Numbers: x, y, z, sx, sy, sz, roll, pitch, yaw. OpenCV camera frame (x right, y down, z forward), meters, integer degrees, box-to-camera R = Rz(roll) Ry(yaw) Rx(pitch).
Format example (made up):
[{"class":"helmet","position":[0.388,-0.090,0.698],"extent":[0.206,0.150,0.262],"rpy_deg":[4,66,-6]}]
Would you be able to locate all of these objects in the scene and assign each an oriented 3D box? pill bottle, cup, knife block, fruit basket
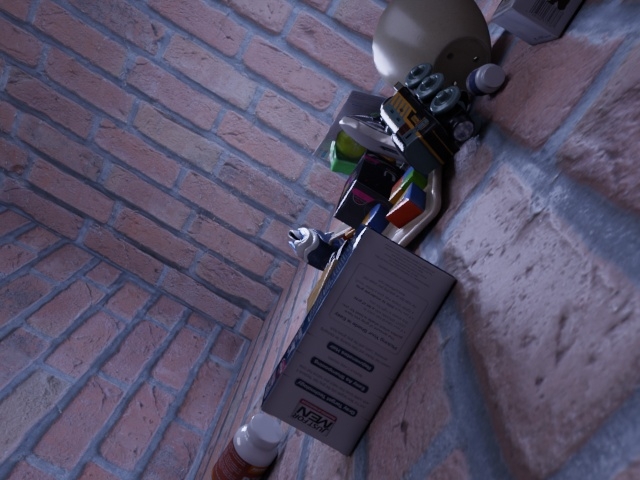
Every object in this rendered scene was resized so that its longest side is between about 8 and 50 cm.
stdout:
[{"class":"pill bottle","position":[-0.186,0.553,1.398],"extent":[0.216,0.121,0.121],"rpy_deg":[-58,6,21]},{"class":"cup","position":[0.338,-0.521,1.509],"extent":[0.331,0.330,0.237],"rpy_deg":[-58,32,25]},{"class":"knife block","position":[0.053,0.119,1.668],"extent":[0.242,0.088,0.276],"rpy_deg":[-60,5,8]},{"class":"fruit basket","position":[0.182,-0.361,1.851],"extent":[0.353,0.326,0.166],"rpy_deg":[123,151,-50]},{"class":"pill bottle","position":[0.393,-0.380,1.291],"extent":[0.067,0.067,0.120],"rpy_deg":[-59,5,8]}]

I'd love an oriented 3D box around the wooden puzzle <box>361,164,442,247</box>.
[{"class":"wooden puzzle","position":[0.177,-0.052,1.355],"extent":[0.348,0.080,0.322],"rpy_deg":[-54,6,29]}]

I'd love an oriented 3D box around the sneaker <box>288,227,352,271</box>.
[{"class":"sneaker","position":[0.000,0.001,2.006],"extent":[0.130,0.236,0.323],"rpy_deg":[-58,6,21]}]

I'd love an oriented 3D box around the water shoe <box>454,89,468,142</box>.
[{"class":"water shoe","position":[0.353,-0.312,1.411],"extent":[0.080,0.073,0.203],"rpy_deg":[5,55,49]}]

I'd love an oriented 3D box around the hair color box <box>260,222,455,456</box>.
[{"class":"hair color box","position":[0.058,0.163,0.929],"extent":[0.348,0.173,0.105],"rpy_deg":[-59,5,4]}]

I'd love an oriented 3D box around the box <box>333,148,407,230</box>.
[{"class":"box","position":[0.160,-0.142,1.655],"extent":[0.143,0.165,0.270],"rpy_deg":[-57,7,31]}]

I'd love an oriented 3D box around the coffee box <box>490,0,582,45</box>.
[{"class":"coffee box","position":[0.487,-0.559,1.086],"extent":[0.297,0.118,0.168],"rpy_deg":[-59,5,13]}]

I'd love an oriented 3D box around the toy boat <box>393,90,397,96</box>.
[{"class":"toy boat","position":[0.362,-0.562,2.301],"extent":[0.318,0.148,0.267],"rpy_deg":[-52,11,4]}]

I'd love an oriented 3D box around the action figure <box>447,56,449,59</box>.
[{"class":"action figure","position":[0.430,-0.626,1.838],"extent":[0.164,0.141,0.276],"rpy_deg":[-22,27,39]}]

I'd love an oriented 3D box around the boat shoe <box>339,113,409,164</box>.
[{"class":"boat shoe","position":[0.222,-0.340,1.627],"extent":[0.158,0.340,0.127],"rpy_deg":[-55,-34,-6]}]

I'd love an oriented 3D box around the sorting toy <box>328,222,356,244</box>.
[{"class":"sorting toy","position":[0.127,-0.052,1.877],"extent":[0.195,0.047,0.348],"rpy_deg":[-32,9,20]}]

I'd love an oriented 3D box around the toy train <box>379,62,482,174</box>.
[{"class":"toy train","position":[0.247,-0.299,1.318],"extent":[0.190,0.142,0.334],"rpy_deg":[-39,34,14]}]
